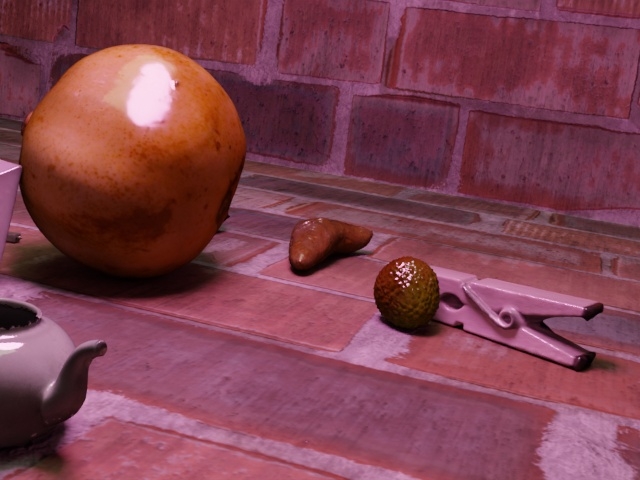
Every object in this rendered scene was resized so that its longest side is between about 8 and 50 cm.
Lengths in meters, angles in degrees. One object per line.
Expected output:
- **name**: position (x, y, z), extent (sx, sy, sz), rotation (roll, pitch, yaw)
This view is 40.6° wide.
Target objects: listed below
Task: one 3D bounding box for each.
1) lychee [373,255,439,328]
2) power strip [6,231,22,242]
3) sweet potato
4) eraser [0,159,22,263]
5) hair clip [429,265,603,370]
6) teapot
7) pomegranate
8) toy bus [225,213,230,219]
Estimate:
- **lychee**: position (0.143, 0.085, 1.446), extent (0.114, 0.114, 0.147), rotation (5, 38, -13)
- **power strip**: position (-0.611, -0.010, 1.656), extent (0.083, 0.017, 0.027), rotation (9, 13, 8)
- **sweet potato**: position (-0.002, -0.002, 1.828), extent (0.114, 0.092, 0.341), rotation (30, 20, 19)
- **eraser**: position (-0.662, -0.066, 1.453), extent (0.396, 0.213, 0.082), rotation (16, 3, 37)
- **hair clip**: position (0.298, 0.116, 1.438), extent (0.330, 0.101, 0.085), rotation (15, 18, 37)
- **teapot**: position (-0.344, 0.128, 0.883), extent (0.294, 0.130, 0.193), rotation (13, 12, 24)
- **pomegranate**: position (-0.331, -0.142, 1.496), extent (0.416, 0.417, 0.417), rotation (7, 12, -1)
- **toy bus**: position (-0.318, -0.077, 1.878), extent (0.127, 0.147, 0.302), rotation (6, 9, 24)
